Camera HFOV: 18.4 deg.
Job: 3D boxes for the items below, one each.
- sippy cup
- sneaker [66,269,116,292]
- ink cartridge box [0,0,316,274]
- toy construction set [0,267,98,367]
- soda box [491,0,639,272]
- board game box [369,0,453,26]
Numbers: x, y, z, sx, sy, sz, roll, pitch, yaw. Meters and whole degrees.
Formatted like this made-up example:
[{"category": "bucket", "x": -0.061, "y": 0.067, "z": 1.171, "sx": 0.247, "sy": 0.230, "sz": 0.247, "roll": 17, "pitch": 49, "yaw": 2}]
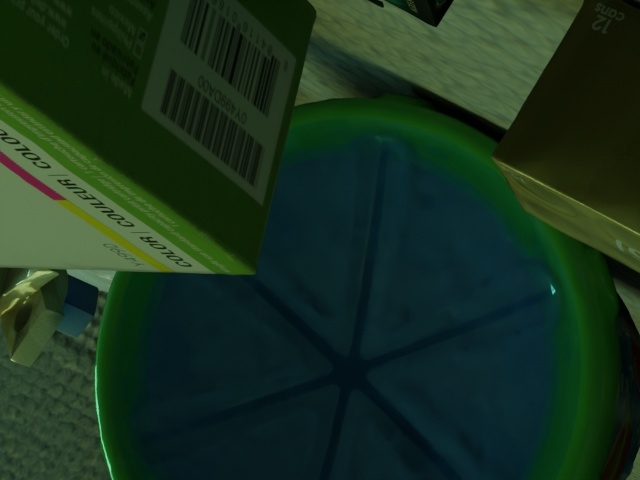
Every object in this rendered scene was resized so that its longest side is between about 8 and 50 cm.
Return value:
[{"category": "sippy cup", "x": 0.048, "y": 0.067, "z": 0.918, "sx": 0.240, "sy": 0.306, "sz": 0.224, "roll": -16, "pitch": 167, "yaw": 20}, {"category": "sneaker", "x": -0.201, "y": -0.062, "z": 1.356, "sx": 0.365, "sy": 0.137, "sz": 0.210, "roll": 29, "pitch": 165, "yaw": -16}, {"category": "ink cartridge box", "x": -0.159, "y": -0.068, "z": 0.618, "sx": 0.255, "sy": 0.097, "sz": 0.189, "roll": 0, "pitch": 158, "yaw": 31}, {"category": "toy construction set", "x": -0.077, "y": 0.023, "z": 1.094, "sx": 0.327, "sy": 0.215, "sz": 0.151, "roll": 26, "pitch": 177, "yaw": -44}, {"category": "soda box", "x": 0.140, "y": 0.001, "z": 0.537, "sx": 0.181, "sy": 0.058, "sz": 0.061, "roll": 29, "pitch": 175, "yaw": 20}, {"category": "board game box", "x": -0.028, "y": -0.121, "z": 0.519, "sx": 0.126, "sy": 0.026, "sz": 0.186, "roll": 30, "pitch": 175, "yaw": 15}]
